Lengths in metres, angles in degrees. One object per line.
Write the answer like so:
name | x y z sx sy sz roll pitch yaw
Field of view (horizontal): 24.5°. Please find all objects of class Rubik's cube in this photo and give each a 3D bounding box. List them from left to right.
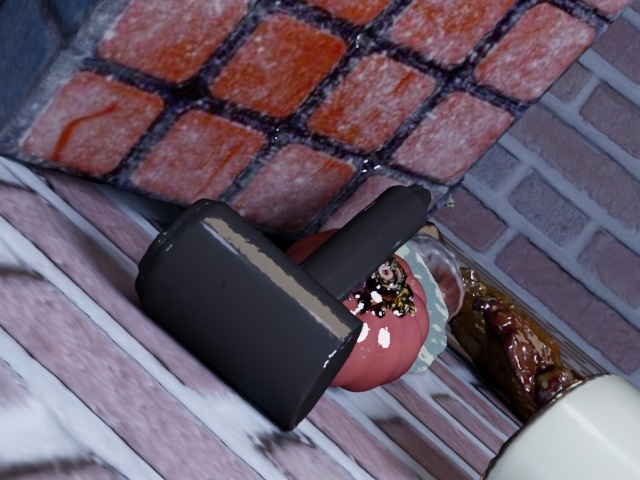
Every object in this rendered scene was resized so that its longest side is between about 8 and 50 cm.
Rubik's cube | -0.032 -0.236 0.966 0.344 0.344 0.337 19 34 -44

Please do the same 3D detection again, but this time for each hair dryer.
hair dryer | 0.001 0.001 0.832 0.114 0.070 0.248 40 36 6
hair dryer | 0.237 0.223 0.900 0.203 0.128 0.362 43 -1 33

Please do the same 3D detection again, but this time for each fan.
fan | 0.044 0.047 1.149 0.131 0.009 0.240 45 25 7

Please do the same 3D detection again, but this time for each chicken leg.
chicken leg | 0.180 0.094 1.489 0.177 0.083 0.322 48 2 -32

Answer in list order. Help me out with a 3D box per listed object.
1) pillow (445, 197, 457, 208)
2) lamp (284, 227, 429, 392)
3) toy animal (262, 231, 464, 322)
pillow | -0.006 -0.072 1.324 0.230 0.050 0.148 19 1 31
lamp | 0.017 0.043 0.924 0.108 0.092 0.107 21 45 -23
toy animal | 0.075 0.031 1.366 0.195 0.090 0.324 36 4 30
